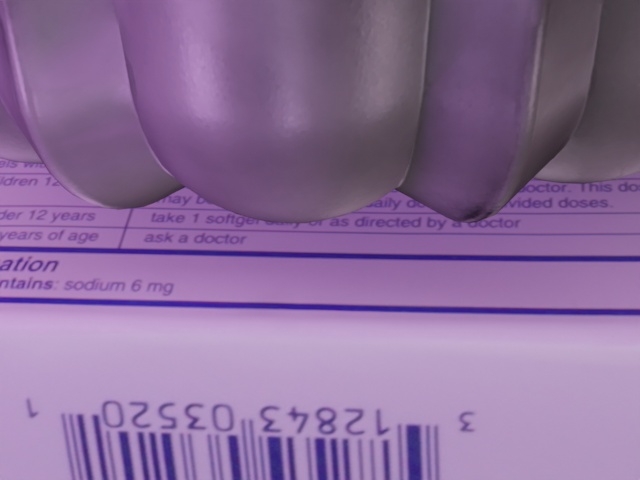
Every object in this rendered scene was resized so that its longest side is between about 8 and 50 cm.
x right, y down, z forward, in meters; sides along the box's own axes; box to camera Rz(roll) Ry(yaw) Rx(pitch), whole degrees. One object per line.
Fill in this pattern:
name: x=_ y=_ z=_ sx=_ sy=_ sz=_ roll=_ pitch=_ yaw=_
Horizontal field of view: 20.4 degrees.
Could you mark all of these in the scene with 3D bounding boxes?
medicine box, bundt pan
medicine box: x=0.000 y=0.000 z=0.628 sx=0.263 sy=0.289 sz=0.149 roll=1 pitch=125 yaw=7
bundt pan: x=0.004 y=-0.104 z=0.514 sx=0.331 sy=0.331 sz=0.124 roll=2 pitch=116 yaw=6
